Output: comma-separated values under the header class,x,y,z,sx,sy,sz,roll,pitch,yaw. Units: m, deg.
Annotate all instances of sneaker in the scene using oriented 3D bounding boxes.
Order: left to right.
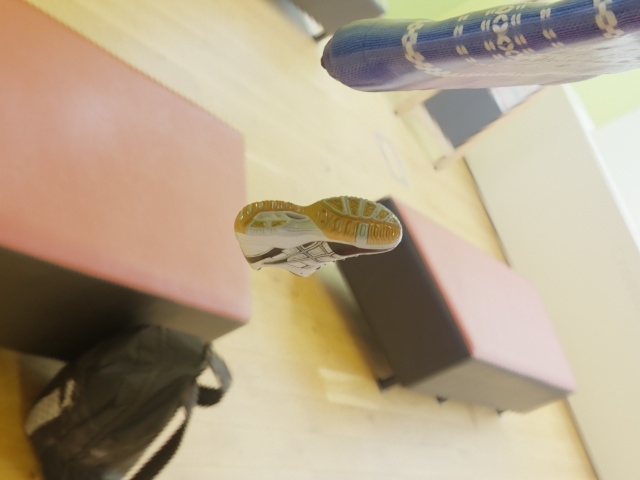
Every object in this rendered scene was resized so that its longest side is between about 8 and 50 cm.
class,x,y,z,sx,sy,sz,roll,pitch,yaw
sneaker,0.000,0.000,0.527,0.032,0.083,0.037,-72,160,-47

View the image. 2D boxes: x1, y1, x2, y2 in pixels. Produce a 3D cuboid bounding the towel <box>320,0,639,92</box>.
class,x,y,z,sx,sy,sz,roll,pitch,yaw
towel,0.195,-0.103,0.411,0.243,0.336,0.040,-15,97,-54
